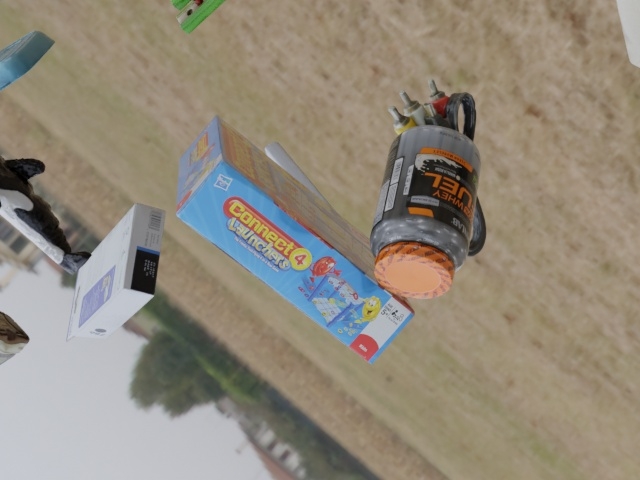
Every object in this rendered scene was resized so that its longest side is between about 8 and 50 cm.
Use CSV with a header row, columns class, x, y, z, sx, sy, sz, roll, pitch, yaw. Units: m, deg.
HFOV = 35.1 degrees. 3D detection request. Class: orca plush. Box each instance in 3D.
class,x,y,z,sx,sy,sz,roll,pitch,yaw
orca plush,-0.453,-0.077,1.546,0.287,0.102,0.151,42,171,-2

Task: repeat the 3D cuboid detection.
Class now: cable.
class,x,y,z,sx,sy,sz,roll,pitch,yaw
cable,0.207,-0.120,1.609,0.072,0.139,0.287,13,132,53

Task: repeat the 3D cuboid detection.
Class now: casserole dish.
class,x,y,z,sx,sy,sz,roll,pitch,yaw
casserole dish,-0.494,-0.285,1.617,0.037,0.114,0.188,57,-159,-23

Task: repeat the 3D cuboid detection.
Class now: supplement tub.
class,x,y,z,sx,sy,sz,roll,pitch,yaw
supplement tub,0.124,-0.033,1.203,0.117,0.190,0.117,9,146,6

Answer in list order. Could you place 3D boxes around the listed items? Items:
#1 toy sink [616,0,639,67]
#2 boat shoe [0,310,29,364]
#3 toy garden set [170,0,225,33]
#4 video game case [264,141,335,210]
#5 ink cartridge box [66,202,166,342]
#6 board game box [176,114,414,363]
class,x,y,z,sx,sy,sz,roll,pitch,yaw
toy sink,0.494,-0.286,1.272,0.153,0.131,0.234,65,174,-30
boat shoe,-0.502,0.143,1.436,0.095,0.095,0.257,44,174,18
toy garden set,-0.207,-0.516,1.790,0.049,0.204,0.244,31,-152,-47
video game case,0.000,0.000,2.041,0.329,0.036,0.300,51,164,37
ink cartridge box,-0.373,0.071,1.829,0.065,0.165,0.332,16,153,-26
board game box,-0.042,-0.013,1.317,0.302,0.086,0.308,39,-171,-17
